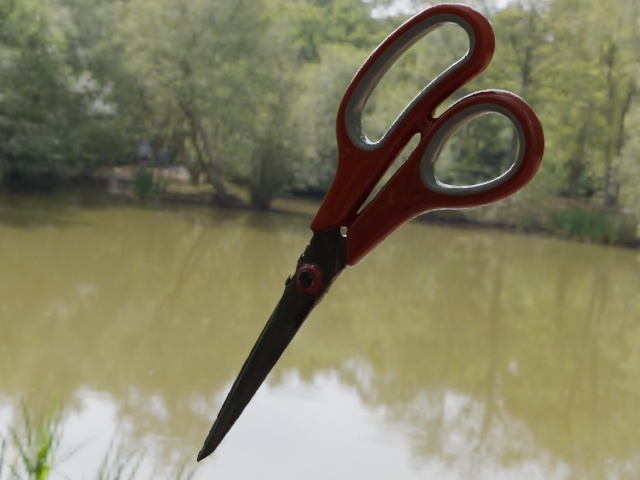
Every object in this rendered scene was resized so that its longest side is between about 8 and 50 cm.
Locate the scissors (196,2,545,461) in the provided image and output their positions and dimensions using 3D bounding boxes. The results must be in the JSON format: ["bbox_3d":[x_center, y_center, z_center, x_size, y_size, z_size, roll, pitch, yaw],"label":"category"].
[{"bbox_3d":[0.000,0.000,0.629,0.109,0.297,0.021,53,25,15],"label":"scissors"}]
